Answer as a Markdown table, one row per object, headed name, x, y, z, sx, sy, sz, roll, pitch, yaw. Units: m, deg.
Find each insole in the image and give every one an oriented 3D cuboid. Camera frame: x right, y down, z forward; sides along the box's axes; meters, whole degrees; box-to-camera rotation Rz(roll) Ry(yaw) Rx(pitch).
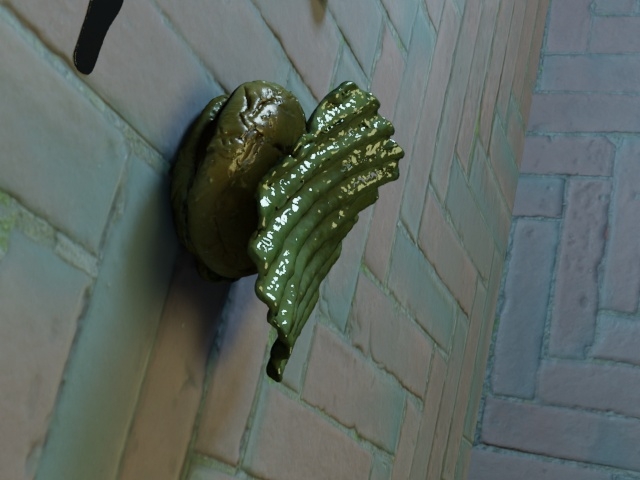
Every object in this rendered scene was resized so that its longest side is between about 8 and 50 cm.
| name | x | y | z | sx | sy | sz | roll | pitch | yaw |
| --- | --- | --- | --- | --- | --- | --- | --- | --- | --- |
| insole | -0.256 | -0.262 | 1.084 | 0.053 | 0.002 | 0.152 | 49 | 51 | -60 |

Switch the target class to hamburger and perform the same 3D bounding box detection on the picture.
| name | x | y | z | sx | sy | sz | roll | pitch | yaw |
| --- | --- | --- | --- | --- | --- | --- | --- | --- | --- |
| hamburger | -0.098 | -0.081 | 1.325 | 0.285 | 0.134 | 0.265 | 68 | 35 | -47 |

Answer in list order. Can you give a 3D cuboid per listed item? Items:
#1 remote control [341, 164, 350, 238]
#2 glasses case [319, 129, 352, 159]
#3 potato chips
| name | x | y | z | sx | sy | sz | roll | pitch | yaw |
| --- | --- | --- | --- | --- | --- | --- | --- | --- | --- |
| remote control | 0.039 | -0.077 | 1.778 | 0.065 | 0.029 | 0.166 | -40 | 131 | -60 |
| glasses case | 0.048 | -0.201 | 1.745 | 0.196 | 0.050 | 0.083 | -47 | 139 | -56 |
| potato chips | 0.002 | -0.008 | 1.326 | 0.389 | 0.097 | 0.373 | -61 | 162 | -26 |
